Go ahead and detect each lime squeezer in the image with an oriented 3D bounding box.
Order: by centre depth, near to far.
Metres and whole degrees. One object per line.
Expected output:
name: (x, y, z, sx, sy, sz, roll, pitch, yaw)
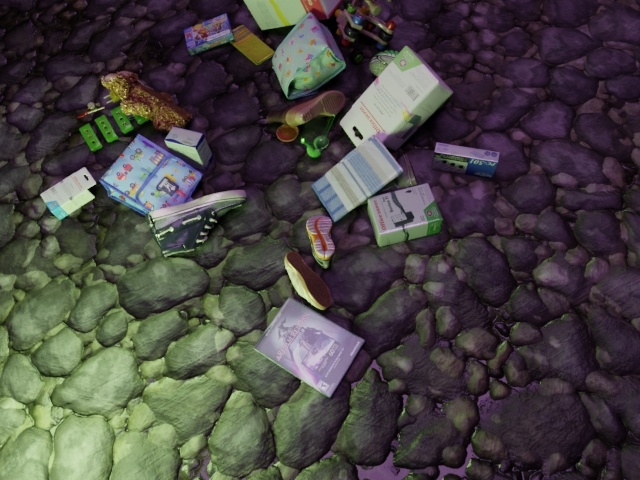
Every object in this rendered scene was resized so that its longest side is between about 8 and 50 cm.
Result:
lime squeezer: (-0.011, -0.365, 1.845, 0.059, 0.109, 0.310, 2, 30, 25)

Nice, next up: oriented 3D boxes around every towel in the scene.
towel: (0.120, -0.208, 1.713, 0.285, 0.034, 0.209, -38, 51, 9)
towel: (-0.298, -0.826, 2.160, 0.102, 0.021, 0.237, -38, 65, -13)

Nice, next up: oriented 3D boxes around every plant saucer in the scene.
plant saucer: (-0.122, -0.401, 1.919, 0.084, 0.013, 0.083, -2, 61, 4)

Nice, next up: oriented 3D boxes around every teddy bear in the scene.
teddy bear: (-0.658, -0.516, 1.933, 0.338, 0.113, 0.245, 30, 24, -21)

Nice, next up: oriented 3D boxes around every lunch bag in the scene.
lunch bag: (-0.573, -0.195, 1.808, 0.293, 0.138, 0.220, 29, 70, 5)
lunch bag: (-0.063, -0.693, 1.986, 0.262, 0.160, 0.223, -36, 59, 24)

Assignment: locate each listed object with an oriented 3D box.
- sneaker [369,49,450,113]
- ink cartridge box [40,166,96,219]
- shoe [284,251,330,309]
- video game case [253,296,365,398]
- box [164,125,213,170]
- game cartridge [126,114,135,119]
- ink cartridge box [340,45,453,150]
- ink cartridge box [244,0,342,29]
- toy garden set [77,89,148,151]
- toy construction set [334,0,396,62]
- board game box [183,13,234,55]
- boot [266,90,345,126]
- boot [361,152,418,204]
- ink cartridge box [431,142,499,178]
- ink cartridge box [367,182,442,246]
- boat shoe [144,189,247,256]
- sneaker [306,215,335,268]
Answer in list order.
sneaker: (0.306, -0.581, 1.905, 0.146, 0.134, 0.344, -42, 66, -14)
ink cartridge box: (-0.891, -0.170, 1.846, 0.180, 0.060, 0.104, -37, 64, -13)
shoe: (-0.044, 0.132, 1.607, 0.077, 0.058, 0.219, -17, 61, -39)
video game case: (-0.034, 0.311, 1.523, 0.274, 0.026, 0.196, 28, 68, 18)
box: (-0.469, -0.329, 1.844, 0.126, 0.137, 0.072, 15, 64, 13)
game cartridge: (-0.737, -0.508, 2.038, 0.084, 0.017, 0.055, -17, 65, -4)
ink cartridge box: (0.256, -0.465, 1.801, 0.353, 0.119, 0.207, -44, 60, 25)
ink cartridge box: (-0.082, -1.019, 2.079, 0.385, 0.160, 0.279, 10, 59, 40)
toy garden set: (-0.816, -0.481, 1.996, 0.244, 0.049, 0.203, -32, 77, -6)
toy construction set: (0.142, -0.885, 1.986, 0.258, 0.308, 0.237, -26, 67, -18)
board game box: (-0.474, -0.874, 2.181, 0.201, 0.035, 0.136, -19, 61, 5)
boot: (-0.054, -0.490, 1.893, 0.249, 0.090, 0.207, -33, 31, -31)
boot: (0.215, -0.207, 1.752, 0.209, 0.076, 0.189, -20, 35, 15)
ink cartridge box: (0.488, -0.270, 1.739, 0.207, 0.097, 0.046, 12, 64, 11)
ink cartridge box: (0.269, -0.082, 1.666, 0.209, 0.086, 0.152, -15, 61, -1)
boat shoe: (-0.396, -0.055, 1.718, 0.341, 0.127, 0.158, -17, 85, -11)
sneaker: (0.000, 0.000, 1.658, 0.084, 0.083, 0.214, -4, 43, -2)
